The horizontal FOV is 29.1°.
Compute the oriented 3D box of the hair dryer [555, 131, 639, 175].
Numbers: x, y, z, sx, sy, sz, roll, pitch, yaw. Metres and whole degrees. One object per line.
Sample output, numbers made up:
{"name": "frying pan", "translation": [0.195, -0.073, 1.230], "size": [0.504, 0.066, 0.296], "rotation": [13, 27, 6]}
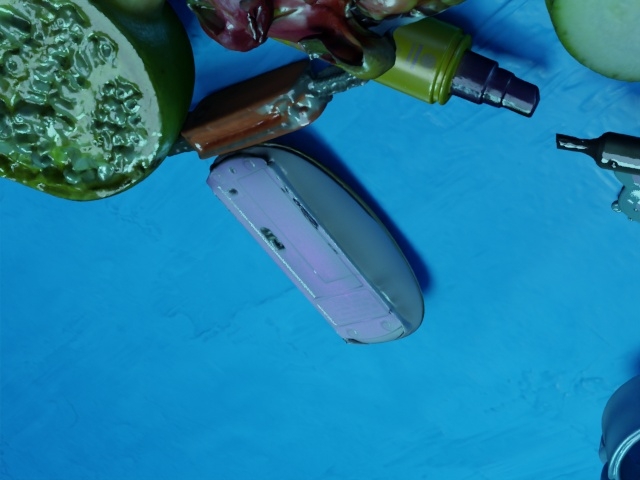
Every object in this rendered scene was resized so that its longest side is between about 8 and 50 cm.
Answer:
{"name": "hair dryer", "translation": [0.332, -0.050, 1.114], "size": [0.248, 0.078, 0.196], "rotation": [15, 141, 17]}

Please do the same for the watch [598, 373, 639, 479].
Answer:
{"name": "watch", "translation": [0.401, 0.238, 1.347], "size": [0.211, 0.211, 0.193], "rotation": [24, 125, 13]}

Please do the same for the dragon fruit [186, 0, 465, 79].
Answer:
{"name": "dragon fruit", "translation": [-0.020, -0.252, 1.009], "size": [0.243, 0.227, 0.307], "rotation": [33, -172, -17]}

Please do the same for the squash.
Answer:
{"name": "squash", "translation": [0.274, -0.206, 0.926], "size": [0.219, 0.041, 0.219], "rotation": [-8, 147, -5]}

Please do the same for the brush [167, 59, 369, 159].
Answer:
{"name": "brush", "translation": [-0.062, -0.141, 1.335], "size": [0.323, 0.070, 0.051], "rotation": [-13, 128, 44]}

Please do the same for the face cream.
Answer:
{"name": "face cream", "translation": [0.079, -0.181, 1.170], "size": [0.273, 0.078, 0.078], "rotation": [24, 143, 13]}

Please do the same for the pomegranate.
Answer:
{"name": "pomegranate", "translation": [-0.246, -0.226, 1.282], "size": [0.310, 0.216, 0.358], "rotation": [42, 113, -11]}

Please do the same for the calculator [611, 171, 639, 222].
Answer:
{"name": "calculator", "translation": [0.328, -0.057, 1.172], "size": [0.094, 0.019, 0.141], "rotation": [30, 144, 1]}

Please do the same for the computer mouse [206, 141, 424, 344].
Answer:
{"name": "computer mouse", "translation": [0.000, 0.000, 1.445], "size": [0.158, 0.072, 0.310], "rotation": [-18, 120, 49]}
